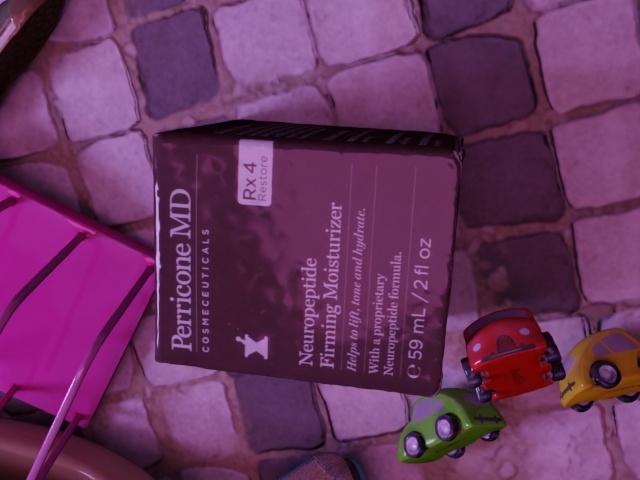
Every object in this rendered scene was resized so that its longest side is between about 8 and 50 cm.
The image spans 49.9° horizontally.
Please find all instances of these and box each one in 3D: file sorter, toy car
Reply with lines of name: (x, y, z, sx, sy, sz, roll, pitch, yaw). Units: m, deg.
file sorter: (-0.315, 0.063, 0.564, 0.291, 0.182, 0.202, 27, 108, -7)
toy car: (0.142, 0.122, 0.557, 0.225, 0.239, 0.053, -42, 49, 38)

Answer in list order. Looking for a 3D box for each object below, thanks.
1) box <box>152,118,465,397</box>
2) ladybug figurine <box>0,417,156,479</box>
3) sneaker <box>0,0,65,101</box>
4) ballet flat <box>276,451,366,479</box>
box: (0.000, 0.000, 0.525, 0.203, 0.167, 0.168, 5, 104, 10)
ladybug figurine: (-0.320, 0.301, 0.598, 0.450, 0.305, 0.161, 14, 119, 11)
sneaker: (-0.310, -0.166, 0.599, 0.086, 0.064, 0.192, 41, 110, -6)
ballet flat: (0.019, 0.349, 0.592, 0.106, 0.107, 0.315, -11, 71, -23)
